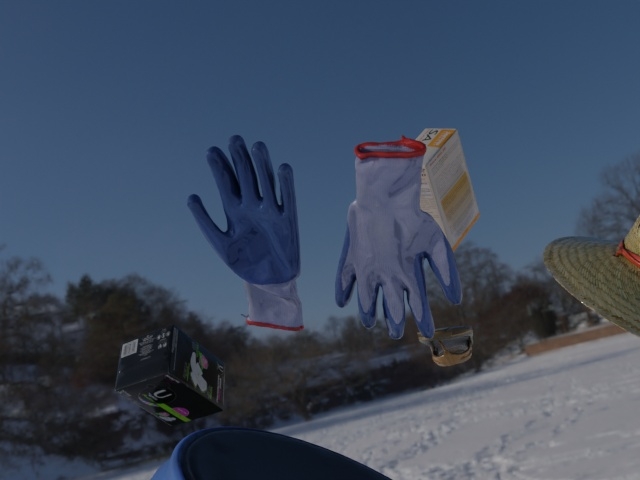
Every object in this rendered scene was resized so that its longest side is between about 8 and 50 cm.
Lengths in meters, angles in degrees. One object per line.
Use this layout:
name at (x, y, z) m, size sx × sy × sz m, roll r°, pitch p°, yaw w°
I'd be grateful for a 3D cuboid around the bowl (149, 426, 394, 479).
bowl at (0.008, 0.308, 0.821) m, size 0.391 × 0.077 × 0.391 m, roll 23°, pitch 4°, yaw -2°

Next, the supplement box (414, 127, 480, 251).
supplement box at (0.109, -0.046, 0.739) m, size 0.036 × 0.098 × 0.062 m, roll 7°, pitch 41°, yaw 39°

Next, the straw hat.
straw hat at (0.189, 0.004, 0.412) m, size 0.144 × 0.061 × 0.144 m, roll 16°, pitch 22°, yaw -7°

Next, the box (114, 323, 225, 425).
box at (-0.135, 0.124, 0.730) m, size 0.062 × 0.052 × 0.083 m, roll -21°, pitch -43°, yaw 22°

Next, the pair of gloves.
pair of gloves at (0.000, 0.000, 0.565) m, size 0.198 × 0.159 × 0.023 m, roll 4°, pitch 29°, yaw 21°

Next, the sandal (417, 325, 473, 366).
sandal at (0.178, 0.151, 1.102) m, size 0.072 × 0.049 × 0.180 m, roll -11°, pitch -21°, yaw 9°
